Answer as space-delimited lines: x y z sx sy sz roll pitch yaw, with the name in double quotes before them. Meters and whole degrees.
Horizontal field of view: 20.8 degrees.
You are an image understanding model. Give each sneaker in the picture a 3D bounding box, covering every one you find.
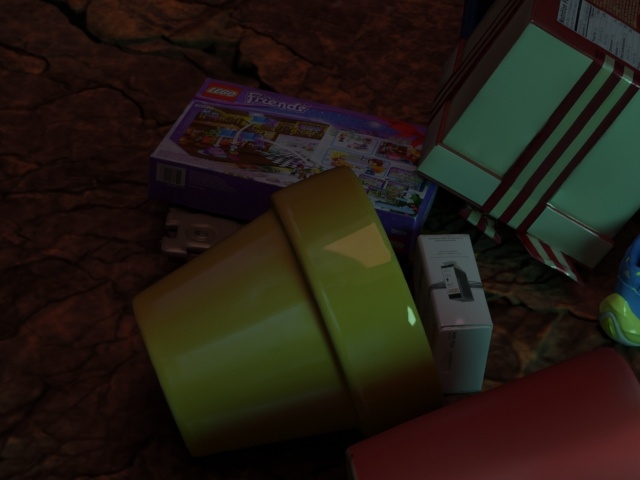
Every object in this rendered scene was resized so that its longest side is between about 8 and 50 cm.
"sneaker" 0.394 0.019 1.815 0.240 0.126 0.091 -29 51 -30

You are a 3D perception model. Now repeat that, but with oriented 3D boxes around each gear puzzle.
"gear puzzle" 0.000 0.000 1.876 0.338 0.044 0.175 6 32 -3

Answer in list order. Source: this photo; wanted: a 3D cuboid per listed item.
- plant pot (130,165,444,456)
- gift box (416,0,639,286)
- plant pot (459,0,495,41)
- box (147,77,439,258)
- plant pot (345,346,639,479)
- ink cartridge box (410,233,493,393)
"plant pot" -0.039 0.087 1.642 0.239 0.254 0.254 -22 46 -4
"gift box" 0.271 -0.127 1.867 0.276 0.258 0.255 33 37 -6
"plant pot" 0.313 -0.304 2.101 0.236 0.236 0.212 16 37 14
"box" -0.018 -0.082 1.904 0.293 0.057 0.201 14 33 9
"plant pot" 0.157 0.245 1.470 0.243 0.275 0.275 -12 43 -2
"ink cartridge box" 0.130 0.074 1.757 0.056 0.099 0.135 -2 43 -8
